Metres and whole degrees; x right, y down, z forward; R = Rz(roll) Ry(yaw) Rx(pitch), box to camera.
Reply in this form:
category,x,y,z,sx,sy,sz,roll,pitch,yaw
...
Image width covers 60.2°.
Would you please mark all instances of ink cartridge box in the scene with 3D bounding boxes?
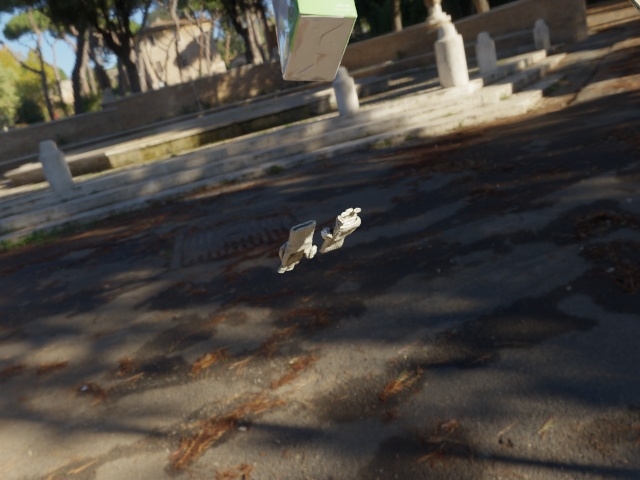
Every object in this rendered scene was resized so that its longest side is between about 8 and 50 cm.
category,x,y,z,sx,sy,sz,roll,pitch,yaw
ink cartridge box,-0.030,-0.540,1.152,0.119,0.354,0.207,-4,-19,-14

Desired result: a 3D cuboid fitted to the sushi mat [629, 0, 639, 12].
category,x,y,z,sx,sy,sz,roll,pitch,yaw
sushi mat,0.570,-0.437,0.922,0.151,0.317,0.019,-31,-11,-13

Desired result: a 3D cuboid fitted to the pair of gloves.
category,x,y,z,sx,sy,sz,roll,pitch,yaw
pair of gloves,0.000,0.000,1.505,0.240,0.042,0.204,-19,-24,-32
